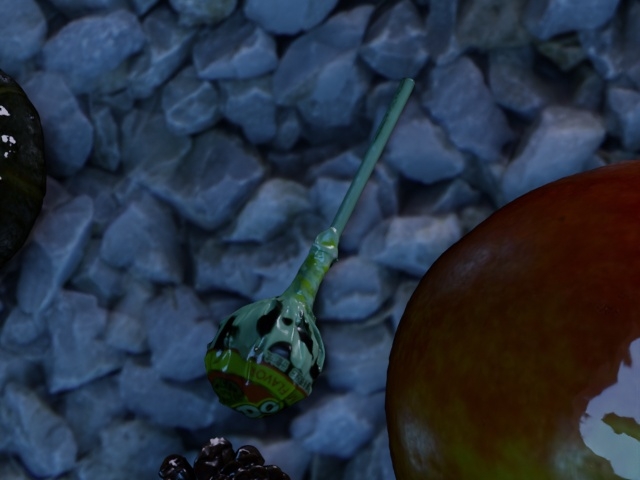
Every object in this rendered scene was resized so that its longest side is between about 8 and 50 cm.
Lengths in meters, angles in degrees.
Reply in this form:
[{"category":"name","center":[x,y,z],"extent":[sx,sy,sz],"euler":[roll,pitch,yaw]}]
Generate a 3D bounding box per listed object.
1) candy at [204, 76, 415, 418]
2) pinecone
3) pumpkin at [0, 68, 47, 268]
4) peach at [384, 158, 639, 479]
[{"category":"candy","center":[0.000,0.000,1.450],"extent":[0.091,0.083,0.305],"euler":[18,76,33]},{"category":"pinecone","center":[-0.084,0.220,1.396],"extent":[0.121,0.140,0.140],"euler":[-17,74,45]},{"category":"pumpkin","center":[-0.335,-0.057,1.492],"extent":[0.224,0.157,0.223],"euler":[-1,79,3]},{"category":"peach","center":[0.223,0.118,1.216],"extent":[0.388,0.388,0.388],"euler":[-3,80,14]}]
